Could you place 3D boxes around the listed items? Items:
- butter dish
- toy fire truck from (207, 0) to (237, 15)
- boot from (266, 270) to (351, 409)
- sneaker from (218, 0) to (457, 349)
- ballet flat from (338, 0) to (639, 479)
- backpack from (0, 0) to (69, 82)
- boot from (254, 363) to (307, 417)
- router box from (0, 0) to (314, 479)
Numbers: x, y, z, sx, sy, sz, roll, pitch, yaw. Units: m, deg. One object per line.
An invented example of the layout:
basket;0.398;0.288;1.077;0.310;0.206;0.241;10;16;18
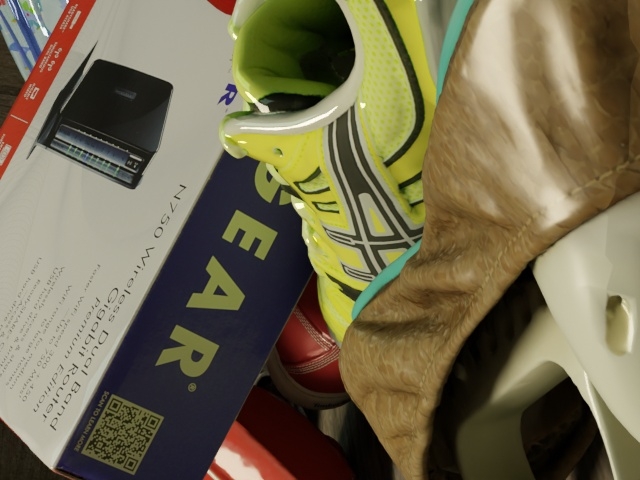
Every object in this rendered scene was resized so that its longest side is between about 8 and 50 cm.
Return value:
butter dish;-0.031;0.157;0.933;0.160;0.118;0.160;38;132;29
toy fire truck;-0.003;-0.258;0.675;0.302;0.169;0.254;-3;58;47
boot;-0.012;-0.042;0.905;0.244;0.088;0.176;65;155;25
sneaker;0.032;-0.058;0.598;0.385;0.147;0.145;109;163;-62
ballet flat;0.079;0.016;0.433;0.342;0.116;0.124;115;140;-62
backpack;-0.214;-0.274;1.520;0.290;0.273;0.356;-64;-27;-48
boot;-0.048;0.126;1.144;0.123;0.095;0.258;118;149;-49
router box;-0.093;-0.052;0.865;0.301;0.082;0.335;22;84;58
